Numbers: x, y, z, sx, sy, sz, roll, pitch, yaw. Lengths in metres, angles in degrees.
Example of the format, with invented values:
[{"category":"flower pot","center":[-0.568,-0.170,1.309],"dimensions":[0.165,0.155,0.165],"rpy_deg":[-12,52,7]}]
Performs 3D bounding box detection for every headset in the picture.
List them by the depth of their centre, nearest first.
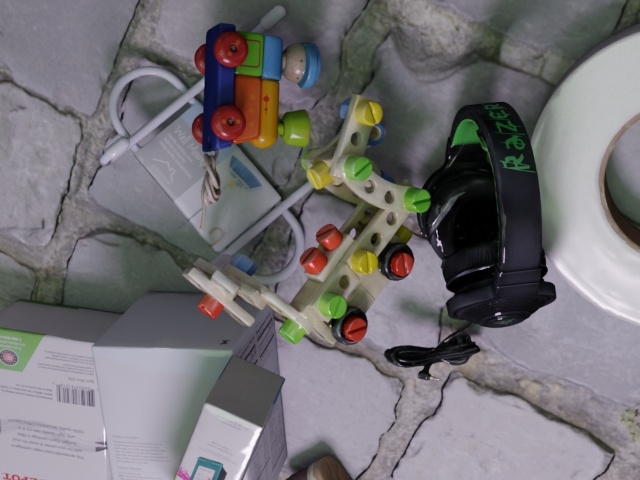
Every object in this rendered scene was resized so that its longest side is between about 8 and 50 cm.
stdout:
[{"category":"headset","center":[0.174,0.016,1.407],"dimensions":[0.185,0.243,0.394],"rpy_deg":[-6,134,-6]}]

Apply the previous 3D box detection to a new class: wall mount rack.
[{"category":"wall mount rack","center":[-0.105,-0.120,1.505],"dimensions":[0.304,0.130,0.350],"rpy_deg":[-41,96,-9]}]

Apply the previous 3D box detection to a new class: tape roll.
[{"category":"tape roll","center":[0.445,-0.076,1.388],"dimensions":[0.392,0.072,0.392],"rpy_deg":[5,110,13]}]

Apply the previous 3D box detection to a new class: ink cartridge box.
[{"category":"ink cartridge box","center":[-0.129,0.276,1.425],"dimensions":[0.078,0.134,0.231],"rpy_deg":[23,113,2]},{"category":"ink cartridge box","center":[-0.383,0.243,1.710],"dimensions":[0.198,0.115,0.272],"rpy_deg":[7,110,14]}]

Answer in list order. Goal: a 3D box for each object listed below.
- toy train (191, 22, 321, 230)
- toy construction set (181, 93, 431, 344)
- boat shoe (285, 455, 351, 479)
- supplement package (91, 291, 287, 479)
[{"category":"toy train","center":[-0.077,-0.133,1.408],"dimensions":[0.143,0.105,0.248],"rpy_deg":[2,89,-21]},{"category":"toy construction set","center":[0.000,0.000,1.402],"dimensions":[0.328,0.151,0.215],"rpy_deg":[-45,122,-3]},{"category":"boat shoe","center":[0.038,0.453,1.679],"dimensions":[0.092,0.103,0.285],"rpy_deg":[-24,97,27]},{"category":"supplement package","center":[-0.173,0.228,1.598],"dimensions":[0.199,0.198,0.262],"rpy_deg":[0,109,14]}]
